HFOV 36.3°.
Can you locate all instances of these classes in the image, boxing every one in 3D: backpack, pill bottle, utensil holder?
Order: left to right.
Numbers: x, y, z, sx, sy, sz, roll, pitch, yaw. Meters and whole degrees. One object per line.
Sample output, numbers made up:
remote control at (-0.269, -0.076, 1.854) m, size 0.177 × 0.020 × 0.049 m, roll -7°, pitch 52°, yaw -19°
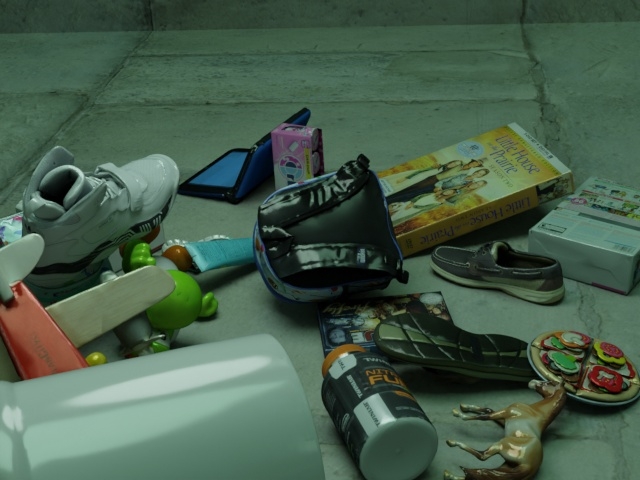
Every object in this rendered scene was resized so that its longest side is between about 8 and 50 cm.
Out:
backpack at (-0.510, 0.058, 1.855) m, size 0.225 × 0.254 × 0.191 m, roll -20°, pitch -9°, yaw -33°
utensil holder at (-0.220, 0.308, 1.288) m, size 0.385 × 0.328 × 0.327 m, roll -11°, pitch 29°, yaw -18°
backpack at (0.000, 0.000, 1.900) m, size 0.263 × 0.213 × 0.277 m, roll -9°, pitch 68°, yaw -20°
pill bottle at (0.079, 0.262, 1.540) m, size 0.130 × 0.131 × 0.246 m, roll -12°, pitch 29°, yaw -15°

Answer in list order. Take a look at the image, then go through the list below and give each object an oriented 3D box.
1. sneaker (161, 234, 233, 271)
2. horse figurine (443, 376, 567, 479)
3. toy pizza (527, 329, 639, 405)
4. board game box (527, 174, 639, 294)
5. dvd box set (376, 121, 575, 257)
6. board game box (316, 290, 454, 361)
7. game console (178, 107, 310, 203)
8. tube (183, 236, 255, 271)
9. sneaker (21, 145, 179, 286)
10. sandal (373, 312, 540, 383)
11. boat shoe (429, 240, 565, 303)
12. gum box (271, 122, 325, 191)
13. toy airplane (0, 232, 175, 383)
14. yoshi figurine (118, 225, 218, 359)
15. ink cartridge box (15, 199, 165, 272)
sneaker at (-0.255, 0.037, 2.086) m, size 0.166 × 0.065 × 0.076 m, roll -8°, pitch 45°, yaw -2°
horse figurine at (0.286, 0.305, 1.509) m, size 0.174 × 0.066 × 0.263 m, roll 0°, pitch 25°, yaw 18°
toy pizza at (0.452, 0.207, 1.661) m, size 0.201 × 0.032 × 0.201 m, roll 9°, pitch 30°, yaw -5°
board game box at (0.603, -0.019, 2.045) m, size 0.224 × 0.098 × 0.303 m, roll 19°, pitch 36°, yaw 34°
dvd box set at (0.313, -0.121, 2.204) m, size 0.420 × 0.062 × 0.308 m, roll -20°, pitch 31°, yaw -4°
board game box at (0.121, 0.163, 1.812) m, size 0.243 × 0.042 × 0.165 m, roll -5°, pitch 28°, yaw -4°
game console at (-0.191, -0.226, 2.448) m, size 0.173 × 0.250 × 0.293 m, roll 33°, pitch 38°, yaw 9°
tube at (-0.181, 0.025, 2.032) m, size 0.207 × 0.052 × 0.080 m, roll -6°, pitch 43°, yaw -43°
sneaker at (-0.383, -0.084, 1.731) m, size 0.137 × 0.210 × 0.366 m, roll 38°, pitch 54°, yaw 16°
sandal at (0.236, 0.207, 1.686) m, size 0.302 × 0.086 × 0.120 m, roll 14°, pitch 35°, yaw -3°
boat shoe at (0.352, 0.045, 1.954) m, size 0.285 × 0.092 × 0.103 m, roll 17°, pitch 34°, yaw 32°
gum box at (-0.052, -0.186, 2.326) m, size 0.107 × 0.188 × 0.062 m, roll 10°, pitch 31°, yaw 25°
toy airplane at (-0.458, 0.189, 1.586) m, size 0.386 × 0.272 × 0.385 m, roll 10°, pitch 62°, yaw -2°
yoshi figurine at (-0.294, 0.083, 1.855) m, size 0.203 × 0.203 × 0.362 m, roll -1°, pitch 31°, yaw -9°
ink cartridge box at (-0.512, -0.035, 2.172) m, size 0.272 × 0.114 × 0.197 m, roll 21°, pitch 37°, yaw 36°
